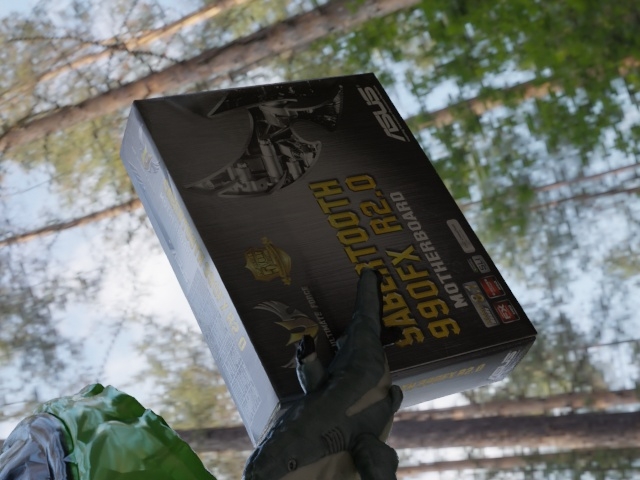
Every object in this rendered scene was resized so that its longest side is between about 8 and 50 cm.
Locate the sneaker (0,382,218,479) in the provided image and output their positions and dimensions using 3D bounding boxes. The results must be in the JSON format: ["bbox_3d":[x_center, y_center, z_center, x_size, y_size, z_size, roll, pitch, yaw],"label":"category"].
[{"bbox_3d":[-0.087,0.168,0.357,0.202,0.483,0.185,-34,-86,-14],"label":"sneaker"}]

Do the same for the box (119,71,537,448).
[{"bbox_3d":[0.000,0.000,0.757,0.183,0.056,0.231,-10,-124,-29],"label":"box"}]

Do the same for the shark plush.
[{"bbox_3d":[0.012,0.074,0.618,0.067,0.073,0.161,43,-123,-23],"label":"shark plush"}]
